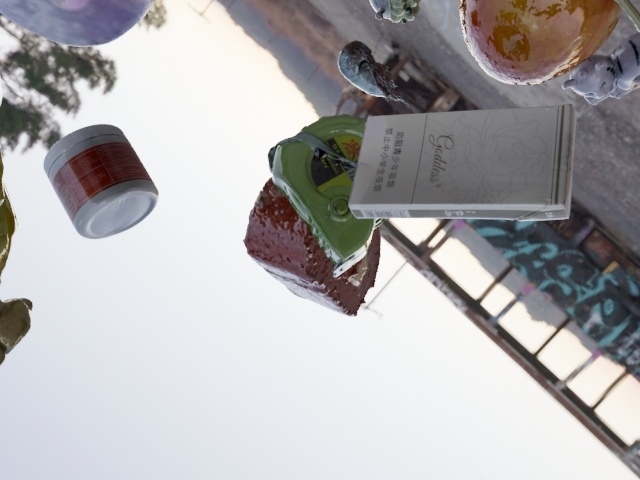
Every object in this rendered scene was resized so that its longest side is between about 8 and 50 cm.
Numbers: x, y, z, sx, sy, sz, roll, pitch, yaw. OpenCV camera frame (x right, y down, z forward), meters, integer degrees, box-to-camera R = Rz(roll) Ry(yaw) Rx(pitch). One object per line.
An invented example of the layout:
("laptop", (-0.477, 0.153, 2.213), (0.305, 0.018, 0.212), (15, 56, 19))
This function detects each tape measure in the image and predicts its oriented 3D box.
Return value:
("tape measure", (0.028, -0.079, 0.985), (0.200, 0.175, 0.106), (52, 171, 16))

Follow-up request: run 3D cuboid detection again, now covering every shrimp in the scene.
("shrimp", (0.119, -0.343, 1.550), (0.232, 0.079, 0.090), (28, -169, -42))

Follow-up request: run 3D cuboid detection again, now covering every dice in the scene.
("dice", (-0.443, -0.539, 1.316), (0.270, 0.270, 0.271), (22, -127, -44))

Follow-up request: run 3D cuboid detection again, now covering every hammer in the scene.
("hammer", (0.394, -0.278, 0.905), (0.195, 0.028, 0.060), (47, -127, -10))

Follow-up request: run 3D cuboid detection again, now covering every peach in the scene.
("peach", (0.328, -0.360, 1.095), (0.238, 0.281, 0.281), (9, -156, -23))

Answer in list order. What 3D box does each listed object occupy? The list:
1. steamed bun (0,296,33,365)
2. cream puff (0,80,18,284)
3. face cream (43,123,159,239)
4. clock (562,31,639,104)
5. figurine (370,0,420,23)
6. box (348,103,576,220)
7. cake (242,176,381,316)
("steamed bun", (-0.528, 0.141, 1.096), (0.106, 0.192, 0.177), (52, 157, -23))
("cream puff", (-0.409, -0.077, 0.570), (0.378, 0.378, 0.275), (37, -160, -17))
("face cream", (-0.489, -0.129, 1.639), (0.187, 0.201, 0.201), (57, -165, 15))
("clock", (0.509, -0.297, 1.242), (0.117, 0.176, 0.080), (-4, -108, -49))
("figurine", (0.131, -0.469, 1.294), (0.147, 0.093, 0.197), (71, -161, -62))
("box", (0.130, -0.071, 0.677), (0.198, 0.109, 0.029), (1, 152, 24))
("cake", (0.000, 0.000, 1.194), (0.150, 0.177, 0.283), (19, 165, 34))
